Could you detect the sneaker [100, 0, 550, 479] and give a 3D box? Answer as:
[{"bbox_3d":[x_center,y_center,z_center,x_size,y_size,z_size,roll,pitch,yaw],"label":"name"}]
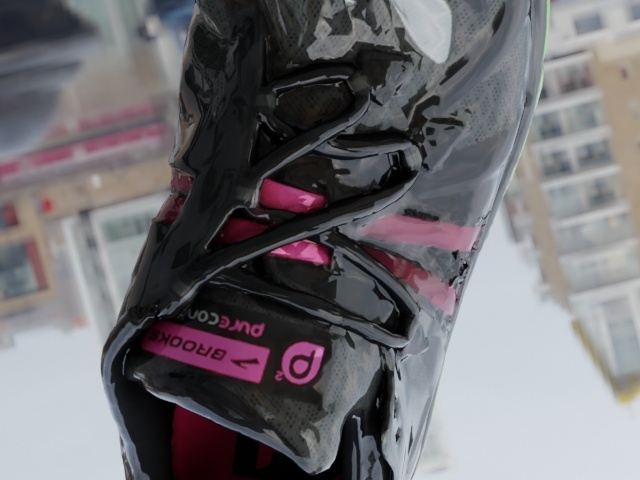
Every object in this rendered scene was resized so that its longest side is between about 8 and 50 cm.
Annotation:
[{"bbox_3d":[0.000,0.000,0.882,0.185,0.483,0.202,8,-155,7],"label":"sneaker"}]
